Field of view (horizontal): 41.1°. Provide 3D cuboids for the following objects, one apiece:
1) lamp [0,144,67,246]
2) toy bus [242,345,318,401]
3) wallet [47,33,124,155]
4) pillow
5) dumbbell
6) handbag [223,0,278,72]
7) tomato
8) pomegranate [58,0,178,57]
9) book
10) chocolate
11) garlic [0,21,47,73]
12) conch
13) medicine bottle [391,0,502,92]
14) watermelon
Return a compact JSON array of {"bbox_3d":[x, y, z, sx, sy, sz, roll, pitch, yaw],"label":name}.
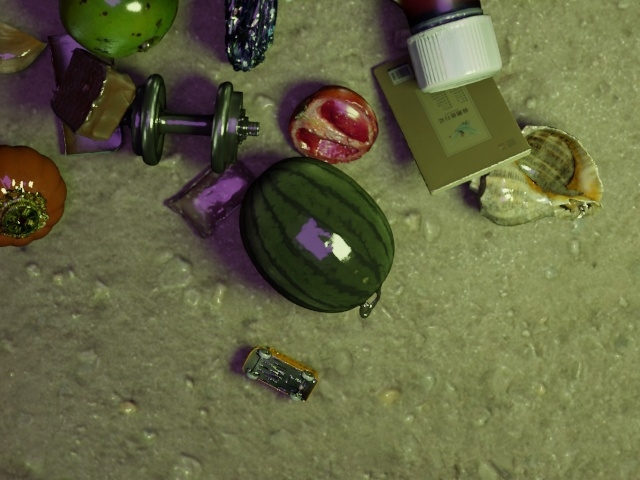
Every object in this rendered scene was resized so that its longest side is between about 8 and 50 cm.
[{"bbox_3d":[-0.633,-0.090,1.748,0.223,0.196,0.223,-18,131,-23],"label":"lamp"},{"bbox_3d":[-0.087,0.286,1.881,0.162,0.074,0.069,29,106,-8],"label":"toy bus"},{"bbox_3d":[-0.487,-0.307,1.795,0.137,0.031,0.255,-5,101,-1],"label":"wallet"},{"bbox_3d":[-0.225,-0.097,1.828,0.185,0.043,0.118,-42,96,6],"label":"pillow"},{"bbox_3d":[-0.268,-0.236,1.729,0.290,0.192,0.192,5,100,-3],"label":"dumbbell"},{"bbox_3d":[-0.139,-0.465,1.707,0.113,0.162,0.260,7,97,-1],"label":"handbag"},{"bbox_3d":[0.034,-0.253,1.783,0.173,0.099,0.189,31,138,-20],"label":"tomato"},{"bbox_3d":[-0.419,-0.500,1.676,0.236,0.236,0.302,-41,78,6],"label":"pomegranate"},{"bbox_3d":[0.263,-0.266,1.742,0.217,0.021,0.310,-23,69,3],"label":"book"},{"bbox_3d":[-0.443,-0.284,1.679,0.093,0.214,0.148,17,105,-41],"label":"chocolate"},{"bbox_3d":[-0.672,-0.400,1.753,0.195,0.087,0.101,23,85,-1],"label":"garlic"},{"bbox_3d":[0.431,-0.124,1.780,0.291,0.159,0.210,15,84,-9],"label":"conch"},{"bbox_3d":[0.221,-0.491,1.644,0.242,0.242,0.395,-12,90,1],"label":"medicine bottle"},{"bbox_3d":[0.000,0.000,1.731,0.359,0.279,0.279,43,97,-6],"label":"watermelon"}]
